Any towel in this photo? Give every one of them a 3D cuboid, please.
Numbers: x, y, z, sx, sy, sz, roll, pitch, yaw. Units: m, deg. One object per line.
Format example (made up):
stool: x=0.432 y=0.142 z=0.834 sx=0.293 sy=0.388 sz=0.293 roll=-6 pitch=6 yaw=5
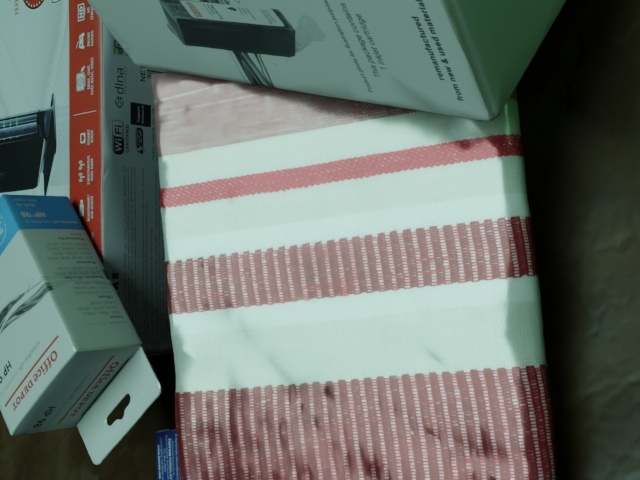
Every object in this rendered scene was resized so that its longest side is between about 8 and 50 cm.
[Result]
towel: x=0.016 y=0.036 z=0.652 sx=0.237 sy=0.037 sz=0.329 roll=-8 pitch=83 yaw=23

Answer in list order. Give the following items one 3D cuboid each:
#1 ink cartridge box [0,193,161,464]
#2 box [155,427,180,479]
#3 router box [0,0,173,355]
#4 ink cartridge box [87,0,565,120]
ink cartridge box: x=-0.197 y=0.066 z=0.783 sx=0.104 sy=0.060 sz=0.180 roll=-49 pitch=59 yaw=29
box: x=-0.023 y=0.178 z=0.725 sx=0.225 sy=0.036 sz=0.137 roll=-20 pitch=67 yaw=37
router box: x=-0.246 y=-0.072 z=0.928 sx=0.301 sy=0.082 sz=0.336 roll=-3 pitch=87 yaw=42
ink cartridge box: x=0.009 y=-0.192 z=0.624 sx=0.272 sy=0.114 sz=0.197 roll=15 pitch=61 yaw=35
